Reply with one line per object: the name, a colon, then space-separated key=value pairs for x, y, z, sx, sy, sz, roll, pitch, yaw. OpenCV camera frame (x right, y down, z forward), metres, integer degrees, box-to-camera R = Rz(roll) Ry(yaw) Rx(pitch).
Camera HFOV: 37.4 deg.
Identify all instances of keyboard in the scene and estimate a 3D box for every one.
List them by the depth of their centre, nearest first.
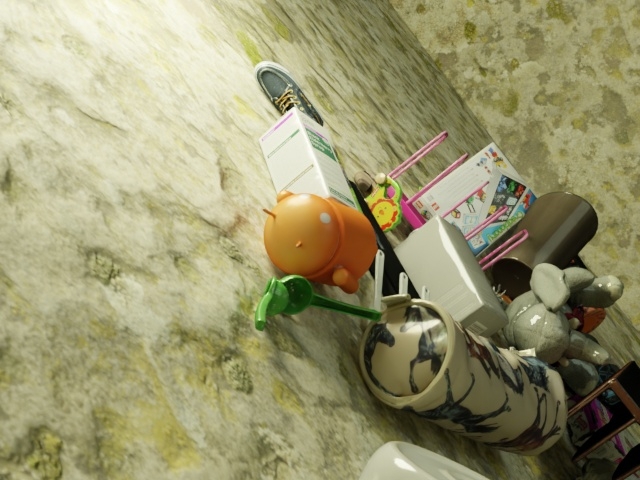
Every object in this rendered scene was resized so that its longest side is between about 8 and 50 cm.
keyboard: x=0.072 y=-0.007 z=1.725 sx=0.201 sy=0.033 sz=0.317 roll=22 pitch=34 yaw=-55

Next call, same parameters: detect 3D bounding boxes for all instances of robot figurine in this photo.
robot figurine: x=0.001 y=0.001 z=1.418 sx=0.219 sy=0.128 sz=0.158 roll=18 pitch=70 yaw=-56

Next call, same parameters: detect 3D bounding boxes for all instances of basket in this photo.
basket: x=0.495 y=0.021 z=2.134 sx=0.154 sy=0.204 sz=0.227 roll=46 pitch=55 yaw=-2

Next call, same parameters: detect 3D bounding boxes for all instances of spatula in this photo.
spatula: x=0.137 y=0.126 z=1.591 sx=0.168 sy=0.019 sz=0.242 roll=38 pitch=36 yaw=-24

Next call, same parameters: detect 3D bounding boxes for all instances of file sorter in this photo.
file sorter: x=0.284 y=-0.070 z=2.006 sx=0.291 sy=0.182 sz=0.202 roll=52 pitch=9 yaw=3

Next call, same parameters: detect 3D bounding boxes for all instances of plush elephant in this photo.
plush elephant: x=0.474 y=0.187 z=1.919 sx=0.330 sy=0.272 sz=0.255 roll=18 pitch=11 yaw=-5

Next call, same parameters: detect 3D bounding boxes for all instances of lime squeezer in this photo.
lime squeezer: x=-0.037 y=0.090 z=1.267 sx=0.110 sy=0.059 sz=0.310 roll=43 pitch=18 yaw=24

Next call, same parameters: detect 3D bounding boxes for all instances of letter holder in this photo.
letter holder: x=0.538 y=0.363 z=1.788 sx=0.152 sy=0.214 sz=0.302 roll=54 pitch=19 yaw=15

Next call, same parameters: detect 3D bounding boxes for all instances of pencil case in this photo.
pencil case: x=0.232 y=0.214 z=1.485 sx=0.410 sy=0.160 sz=0.183 roll=29 pitch=42 yaw=-45

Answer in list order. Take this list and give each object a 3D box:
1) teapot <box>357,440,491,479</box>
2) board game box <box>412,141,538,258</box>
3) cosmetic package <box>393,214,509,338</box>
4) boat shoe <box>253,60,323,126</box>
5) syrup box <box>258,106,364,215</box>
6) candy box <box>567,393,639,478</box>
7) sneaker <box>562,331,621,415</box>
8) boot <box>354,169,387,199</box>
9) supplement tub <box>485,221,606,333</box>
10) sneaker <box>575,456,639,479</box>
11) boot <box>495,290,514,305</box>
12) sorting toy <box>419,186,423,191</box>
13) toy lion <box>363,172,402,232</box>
teapot: x=0.130 y=0.349 z=1.029 sx=0.256 sy=0.187 sz=0.252 roll=26 pitch=0 yaw=-17
board game box: x=0.372 y=-0.087 z=2.235 sx=0.305 sy=0.053 sz=0.193 roll=-35 pitch=86 yaw=-36
cosmetic package: x=0.241 y=0.083 z=1.788 sx=0.107 sy=0.127 sz=0.238 roll=32 pitch=29 yaw=-41
boat shoe: x=-0.059 y=-0.270 z=1.849 sx=0.183 sy=0.065 sz=0.083 roll=44 pitch=20 yaw=-20
syrup box: x=-0.019 y=-0.110 z=1.614 sx=0.093 sy=0.096 sz=0.237 roll=31 pitch=29 yaw=-41
candy box: x=0.631 y=0.452 z=2.049 sx=0.233 sy=0.071 sz=0.159 roll=45 pitch=21 yaw=-13
sneaker: x=0.630 y=0.322 z=2.199 sx=0.341 sy=0.125 sz=0.140 roll=32 pitch=32 yaw=-36
boot: x=0.114 y=-0.096 z=1.952 sx=0.118 sy=0.042 sz=0.087 roll=51 pitch=15 yaw=-8
supplement tub: x=0.557 y=0.090 z=2.341 sx=0.193 sy=0.193 sz=0.316 roll=22 pitch=34 yaw=-52
sneaker: x=0.534 y=0.478 z=1.794 sx=0.129 sy=0.111 sz=0.297 roll=42 pitch=11 yaw=29
boot: x=0.435 y=0.145 z=2.173 sx=0.152 sy=0.073 sz=0.197 roll=24 pitch=25 yaw=-36
sorting toy: x=0.271 y=-0.098 z=2.323 sx=0.083 sy=0.012 sz=0.062 roll=58 pitch=26 yaw=10
toy lion: x=0.126 y=-0.069 z=1.851 sx=0.096 sy=0.100 sz=0.034 roll=41 pitch=10 yaw=34
